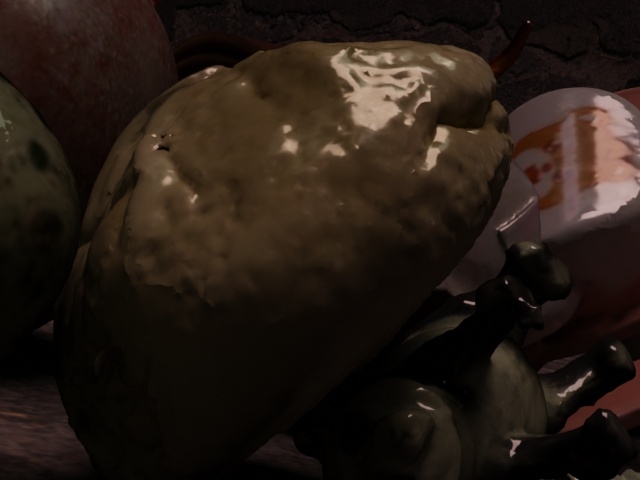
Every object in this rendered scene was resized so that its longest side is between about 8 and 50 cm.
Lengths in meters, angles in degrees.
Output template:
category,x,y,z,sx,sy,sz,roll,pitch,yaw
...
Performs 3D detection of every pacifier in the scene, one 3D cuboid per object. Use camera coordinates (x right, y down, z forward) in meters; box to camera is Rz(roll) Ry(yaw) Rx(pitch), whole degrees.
category,x,y,z,sx,sy,sz,roll,pitch,yaw
pacifier,0.191,0.019,0.807,0.273,0.220,0.332,21,40,-8

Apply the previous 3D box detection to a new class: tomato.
category,x,y,z,sx,sy,sz,roll,pitch,yaw
tomato,-0.245,-0.080,0.729,0.317,0.282,0.316,9,-1,0

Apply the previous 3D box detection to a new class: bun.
category,x,y,z,sx,sy,sz,roll,pitch,yaw
bun,-0.023,-0.005,0.479,0.134,0.220,0.220,47,5,3

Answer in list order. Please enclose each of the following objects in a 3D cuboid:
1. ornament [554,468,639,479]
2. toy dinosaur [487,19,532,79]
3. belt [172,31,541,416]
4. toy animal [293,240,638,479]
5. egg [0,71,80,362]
category,x,y,z,sx,sy,sz,roll,pitch,yaw
ornament,0.150,0.118,0.536,0.092,0.041,0.068,-5,6,-43
toy dinosaur,0.000,0.000,0.960,0.432,0.208,0.097,-26,-56,21
belt,-0.009,-0.012,0.753,0.122,0.217,0.339,9,18,-34
toy animal,0.064,0.070,0.518,0.121,0.093,0.225,-32,-2,16
egg,-0.192,-0.009,0.431,0.228,0.177,0.177,5,0,22
